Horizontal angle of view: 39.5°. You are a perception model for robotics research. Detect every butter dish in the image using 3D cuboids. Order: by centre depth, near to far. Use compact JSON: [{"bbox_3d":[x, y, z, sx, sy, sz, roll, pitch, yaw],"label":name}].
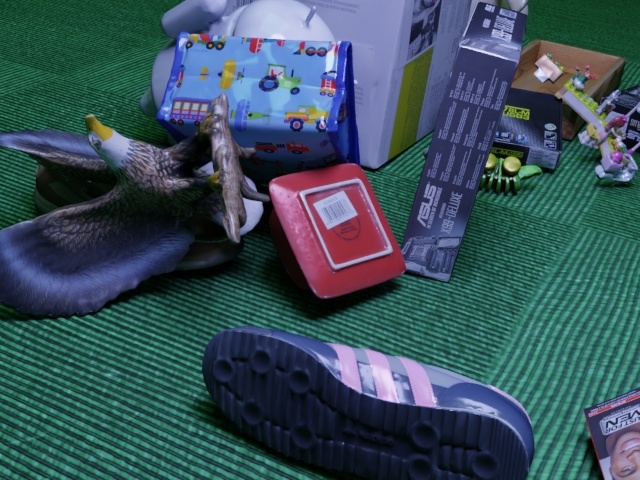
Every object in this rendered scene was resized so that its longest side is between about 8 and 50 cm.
[{"bbox_3d":[0.000,0.000,1.106,0.160,0.118,0.159,-16,78,-40],"label":"butter dish"}]

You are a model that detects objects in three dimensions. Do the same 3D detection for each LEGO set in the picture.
[{"bbox_3d":[0.484,-0.228,1.521,0.132,0.107,0.287,5,51,-36],"label":"LEGO set"}]

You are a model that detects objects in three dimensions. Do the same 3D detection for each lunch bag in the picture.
[{"bbox_3d":[-0.063,-0.133,1.199,0.221,0.293,0.138,6,66,9],"label":"lunch bag"}]

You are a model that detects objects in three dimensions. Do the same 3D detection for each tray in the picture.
[{"bbox_3d":[0.473,-0.317,1.820,0.203,0.076,0.411,19,32,23],"label":"tray"}]

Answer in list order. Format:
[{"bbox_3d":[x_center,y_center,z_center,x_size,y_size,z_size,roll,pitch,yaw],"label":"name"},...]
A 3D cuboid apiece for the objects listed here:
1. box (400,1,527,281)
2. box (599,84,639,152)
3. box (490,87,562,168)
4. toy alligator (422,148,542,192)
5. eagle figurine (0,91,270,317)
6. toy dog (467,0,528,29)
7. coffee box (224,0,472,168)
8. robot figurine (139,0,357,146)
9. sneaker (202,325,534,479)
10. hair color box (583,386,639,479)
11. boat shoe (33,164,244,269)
[{"bbox_3d":[0.189,-0.134,1.178,0.077,0.307,0.242,17,30,7],"label":"box"},{"bbox_3d":[0.626,-0.216,1.655,0.180,0.077,0.147,28,36,35],"label":"box"},{"bbox_3d":[0.322,-0.206,1.550,0.191,0.045,0.184,11,44,7],"label":"box"},{"bbox_3d":[0.253,-0.106,1.411,0.190,0.056,0.051,9,69,5],"label":"toy alligator"},{"bbox_3d":[-0.226,-0.060,1.011,0.298,0.225,0.226,-18,18,17],"label":"eagle figurine"},{"bbox_3d":[0.274,-0.519,1.946,0.408,0.284,0.395,5,19,-36],"label":"toy dog"},{"bbox_3d":[0.043,-0.364,1.543,0.338,0.338,0.334,19,30,23],"label":"coffee box"},{"bbox_3d":[-0.113,-0.243,1.343,0.354,0.300,0.199,-11,45,38],"label":"robot figurine"},{"bbox_3d":[0.045,0.155,0.851,0.319,0.112,0.131,19,14,17],"label":"sneaker"},{"bbox_3d":[0.296,0.201,0.822,0.072,0.043,0.141,-27,23,16],"label":"hair color box"},{"bbox_3d":[-0.243,-0.054,1.144,0.325,0.116,0.123,18,31,22],"label":"boat shoe"}]
